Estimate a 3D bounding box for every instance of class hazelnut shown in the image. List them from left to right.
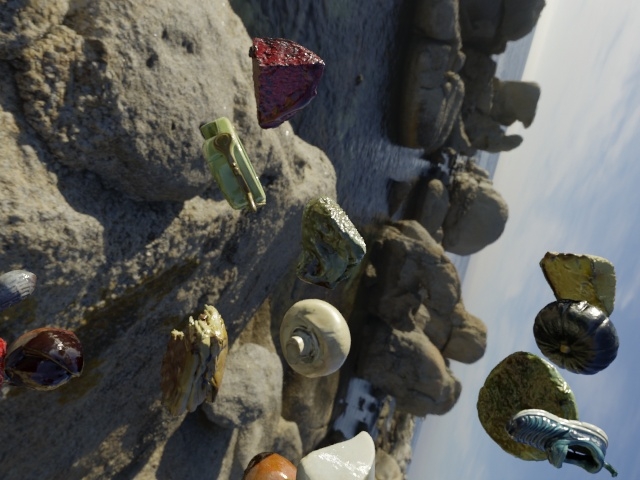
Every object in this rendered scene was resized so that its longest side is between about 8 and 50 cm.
[{"bbox_3d":[-0.725,0.319,1.071,0.201,0.160,0.170,-36,117,3],"label":"hazelnut"}]

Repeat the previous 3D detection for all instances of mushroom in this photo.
[{"bbox_3d":[-0.029,0.308,1.270,0.202,0.246,0.246,-12,116,-60],"label":"mushroom"},{"bbox_3d":[0.026,0.586,0.782,0.177,0.126,0.397,-2,102,-44],"label":"mushroom"}]

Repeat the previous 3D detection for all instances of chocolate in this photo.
[{"bbox_3d":[-0.719,0.127,0.916,0.167,0.072,0.072,-41,146,-28],"label":"chocolate"}]

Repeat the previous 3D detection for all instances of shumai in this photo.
[{"bbox_3d":[0.000,0.000,1.234,0.225,0.222,0.261,42,19,-41],"label":"shumai"}]

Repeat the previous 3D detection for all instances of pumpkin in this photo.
[{"bbox_3d":[0.740,0.278,1.201,0.161,0.220,0.221,-27,133,-36],"label":"pumpkin"}]

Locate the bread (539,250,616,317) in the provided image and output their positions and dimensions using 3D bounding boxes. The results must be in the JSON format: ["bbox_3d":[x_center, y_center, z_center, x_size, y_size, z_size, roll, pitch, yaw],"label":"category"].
[{"bbox_3d":[0.829,0.107,1.303,0.133,0.174,0.252,-39,106,-20],"label":"bread"}]

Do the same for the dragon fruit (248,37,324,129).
[{"bbox_3d":[-0.189,-0.579,1.544,0.240,0.302,0.330,-22,146,-48],"label":"dragon fruit"}]

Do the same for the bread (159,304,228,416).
[{"bbox_3d":[-0.435,0.408,1.478,0.191,0.314,0.370,16,105,-27],"label":"bread"}]

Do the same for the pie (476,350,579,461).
[{"bbox_3d":[0.532,0.436,1.085,0.277,0.078,0.277,-52,-156,35],"label":"pie"}]

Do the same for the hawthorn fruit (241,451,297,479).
[{"bbox_3d":[-0.109,0.707,1.125,0.199,0.251,0.199,-58,163,-29],"label":"hawthorn fruit"}]

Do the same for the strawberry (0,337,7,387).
[{"bbox_3d":[-0.699,0.289,0.834,0.098,0.228,0.174,6,142,-40],"label":"strawberry"}]

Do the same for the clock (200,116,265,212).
[{"bbox_3d":[-0.230,-0.185,1.098,0.308,0.096,0.235,-120,-173,-57],"label":"clock"}]

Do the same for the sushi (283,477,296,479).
[{"bbox_3d":[-0.078,0.611,0.980,0.060,0.061,0.118,-101,-174,-51],"label":"sushi"}]

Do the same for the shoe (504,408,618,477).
[{"bbox_3d":[0.344,0.296,0.600,0.071,0.142,0.064,-59,160,-59],"label":"shoe"}]
